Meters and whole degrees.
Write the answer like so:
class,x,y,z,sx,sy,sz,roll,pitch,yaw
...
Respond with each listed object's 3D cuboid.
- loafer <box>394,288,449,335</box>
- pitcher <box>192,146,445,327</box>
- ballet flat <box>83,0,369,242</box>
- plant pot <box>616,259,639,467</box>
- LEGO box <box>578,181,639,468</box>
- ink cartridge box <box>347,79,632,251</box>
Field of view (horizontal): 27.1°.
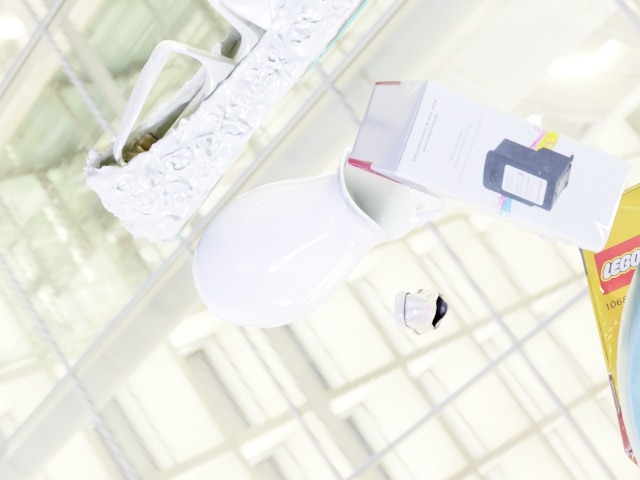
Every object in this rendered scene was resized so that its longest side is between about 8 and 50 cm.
class,x,y,z,sx,sy,sz,roll,pitch,yaw
loafer,0.102,0.067,1.246,0.125,0.039,0.045,10,-99,-71
pitcher,0.000,0.000,1.215,0.178,0.207,0.125,7,-120,-51
ballet flat,-0.086,-0.175,1.303,0.147,0.409,0.147,38,-173,-6
plant pot,0.285,0.062,0.663,0.235,0.293,0.293,-9,-118,-53
LEGO box,0.583,0.049,1.575,0.193,0.500,0.372,41,-147,-39
ink cartridge box,0.125,-0.058,1.007,0.175,0.072,0.127,19,-179,-17
